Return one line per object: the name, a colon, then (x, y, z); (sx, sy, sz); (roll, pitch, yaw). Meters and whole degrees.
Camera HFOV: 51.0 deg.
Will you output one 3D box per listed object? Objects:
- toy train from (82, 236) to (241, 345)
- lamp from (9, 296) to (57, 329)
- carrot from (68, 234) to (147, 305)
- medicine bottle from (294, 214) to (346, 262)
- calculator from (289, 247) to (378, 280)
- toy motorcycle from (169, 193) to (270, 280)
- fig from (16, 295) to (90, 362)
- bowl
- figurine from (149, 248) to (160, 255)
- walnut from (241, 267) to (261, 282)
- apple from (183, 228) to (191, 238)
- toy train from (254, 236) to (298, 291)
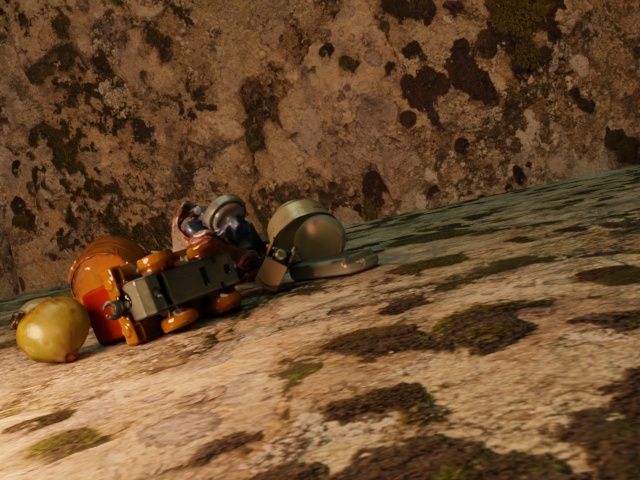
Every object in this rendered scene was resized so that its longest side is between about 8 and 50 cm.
toy train: (-0.332, 0.112, 1.409); (0.232, 0.163, 0.369); (-20, -1, 33)
lamp: (-0.750, 0.201, 1.846); (0.101, 0.101, 0.250); (-11, 1, 21)
carrot: (-0.630, 0.103, 2.035); (0.224, 0.224, 0.341); (-13, 11, -10)
medicine bottle: (0.000, 0.000, 1.977); (0.147, 0.147, 0.143); (-12, 6, 9)
calculator: (0.032, 0.062, 1.718); (0.246, 0.045, 0.141); (-10, 5, 38)
toy motorcycle: (-0.264, 0.015, 1.708); (0.241, 0.182, 0.319); (-18, -35, 6)
fig: (-0.514, 0.174, 1.292); (0.136, 0.121, 0.153); (-49, 17, 15)
bowl: (-0.069, -0.046, 2.147); (0.238, 0.126, 0.237); (-19, -34, -14)
figurine: (-0.394, 0.095, 1.854); (0.145, 0.145, 0.222); (-12, -13, 1)
walnut: (-0.239, 0.074, 1.971); (0.207, 0.115, 0.116); (-9, 5, 33)
apple: (-0.333, 0.036, 2.130); (0.230, 0.230, 0.230); (-12, 4, 1)
toy train: (-0.112, 0.060, 1.665); (0.081, 0.125, 0.194); (27, -4, -1)
